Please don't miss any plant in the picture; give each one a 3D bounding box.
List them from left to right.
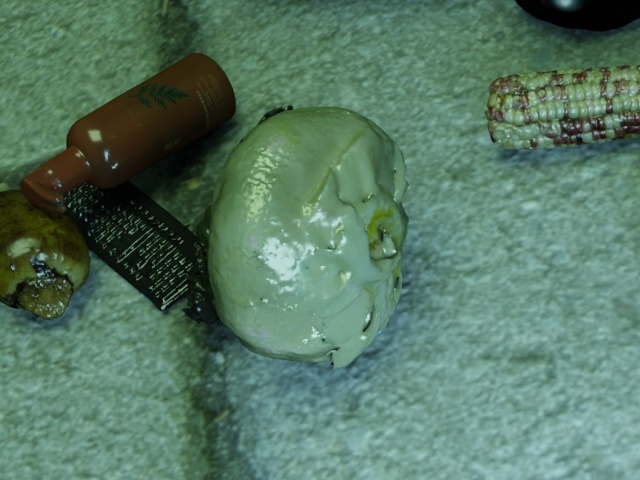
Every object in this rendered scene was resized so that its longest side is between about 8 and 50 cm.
[{"bbox_3d":[-0.088,0.017,1.501,0.085,0.087,0.174,-40,30,32],"label":"plant"}]

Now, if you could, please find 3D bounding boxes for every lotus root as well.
[{"bbox_3d":[-0.300,-0.003,1.590,0.108,0.094,0.191,-2,34,-29],"label":"lotus root"}]

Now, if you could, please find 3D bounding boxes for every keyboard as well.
[{"bbox_3d":[-0.201,-0.016,1.612,0.087,0.017,0.250,-41,50,-15],"label":"keyboard"}]

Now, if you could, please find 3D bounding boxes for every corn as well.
[{"bbox_3d":[0.275,-0.131,1.494,0.237,0.079,0.079,-6,50,15],"label":"corn"}]

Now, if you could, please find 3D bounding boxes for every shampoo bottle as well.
[{"bbox_3d":[-0.197,-0.104,1.605,0.085,0.085,0.244,29,51,36],"label":"shampoo bottle"}]

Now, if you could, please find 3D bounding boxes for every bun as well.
[{"bbox_3d":[0.000,0.000,1.387,0.141,0.239,0.239,7,54,31],"label":"bun"}]

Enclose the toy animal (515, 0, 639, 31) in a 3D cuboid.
[{"bbox_3d":[0.255,-0.345,1.559,0.212,0.267,0.213,-13,49,16],"label":"toy animal"}]
